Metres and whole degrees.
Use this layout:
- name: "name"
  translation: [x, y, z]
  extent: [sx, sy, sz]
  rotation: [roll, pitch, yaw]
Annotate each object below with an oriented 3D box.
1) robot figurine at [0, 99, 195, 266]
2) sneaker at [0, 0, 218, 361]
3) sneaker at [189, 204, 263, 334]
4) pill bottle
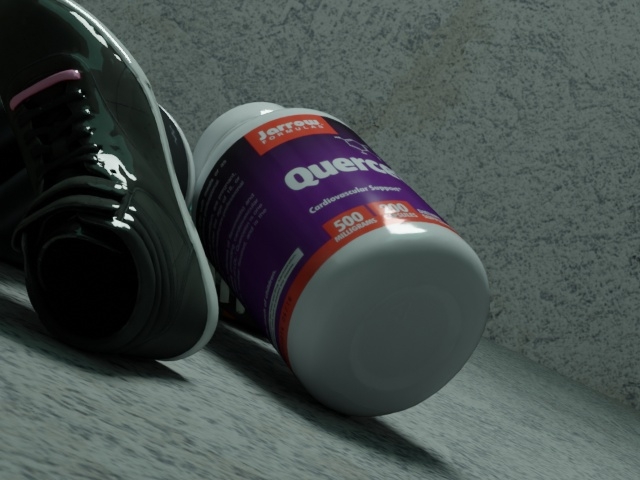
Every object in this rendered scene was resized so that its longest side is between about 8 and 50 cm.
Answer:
- name: "robot figurine"
  translation: [-0.210, -0.057, 1.304]
  extent: [0.174, 0.209, 0.278]
  rotation: [5, -1, 12]
- name: "sneaker"
  translation: [-0.166, -0.050, 1.060]
  extent: [0.295, 0.105, 0.147]
  rotation: [66, 12, 4]
- name: "sneaker"
  translation: [-0.087, 0.023, 1.542]
  extent: [0.302, 0.108, 0.121]
  rotation: [25, -2, -43]
- name: "pill bottle"
  translation: [0.000, 0.000, 1.372]
  extent: [0.181, 0.181, 0.323]
  rotation: [24, 16, -39]
